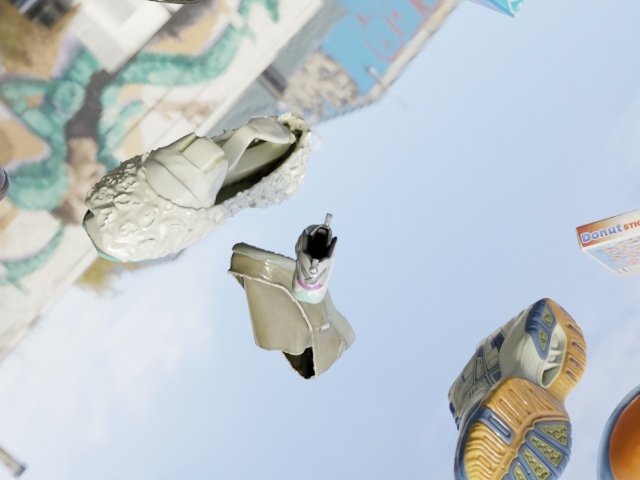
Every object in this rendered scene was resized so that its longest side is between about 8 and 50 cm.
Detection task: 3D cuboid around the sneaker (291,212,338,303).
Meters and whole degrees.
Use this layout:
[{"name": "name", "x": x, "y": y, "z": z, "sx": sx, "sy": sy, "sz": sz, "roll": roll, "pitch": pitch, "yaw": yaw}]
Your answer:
[{"name": "sneaker", "x": 0.000, "y": 0.000, "z": 1.037, "sx": 0.098, "sy": 0.038, "sz": 0.069, "roll": -88, "pitch": -171, "yaw": -52}]

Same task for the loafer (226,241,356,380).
[{"name": "loafer", "x": -0.035, "y": 0.088, "z": 1.381, "sx": 0.094, "sy": 0.251, "sz": 0.087, "roll": 16, "pitch": -112, "yaw": 36}]

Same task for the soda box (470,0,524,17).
[{"name": "soda box", "x": 0.220, "y": -0.401, "z": 1.806, "sx": 0.210, "sy": 0.067, "sz": 0.071, "roll": 35, "pitch": -81, "yaw": 47}]

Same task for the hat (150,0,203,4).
[{"name": "hat", "x": -0.256, "y": -0.500, "z": 1.850, "sx": 0.331, "sy": 0.331, "sz": 0.134, "roll": -53, "pitch": -164, "yaw": -27}]

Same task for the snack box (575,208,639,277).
[{"name": "snack box", "x": 0.266, "y": 0.004, "z": 1.020, "sx": 0.064, "sy": 0.022, "sz": 0.178, "roll": -17, "pitch": 165, "yaw": 21}]

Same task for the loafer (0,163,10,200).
[{"name": "loafer", "x": -0.456, "y": -0.133, "z": 1.438, "sx": 0.080, "sy": 0.220, "sz": 0.078, "roll": -49, "pitch": 172, "yaw": -21}]

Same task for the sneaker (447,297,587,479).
[{"name": "sneaker", "x": 0.188, "y": 0.185, "z": 1.260, "sx": 0.131, "sy": 0.112, "sz": 0.296, "roll": -34, "pitch": -170, "yaw": 37}]

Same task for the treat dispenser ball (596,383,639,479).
[{"name": "treat dispenser ball", "x": 0.520, "y": 0.312, "z": 1.632, "sx": 0.288, "sy": 0.288, "sz": 0.288, "roll": -42, "pitch": -165, "yaw": 14}]

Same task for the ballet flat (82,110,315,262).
[{"name": "ballet flat", "x": -0.143, "y": -0.094, "z": 1.558, "sx": 0.147, "sy": 0.147, "sz": 0.409, "roll": -34, "pitch": 176, "yaw": 36}]
